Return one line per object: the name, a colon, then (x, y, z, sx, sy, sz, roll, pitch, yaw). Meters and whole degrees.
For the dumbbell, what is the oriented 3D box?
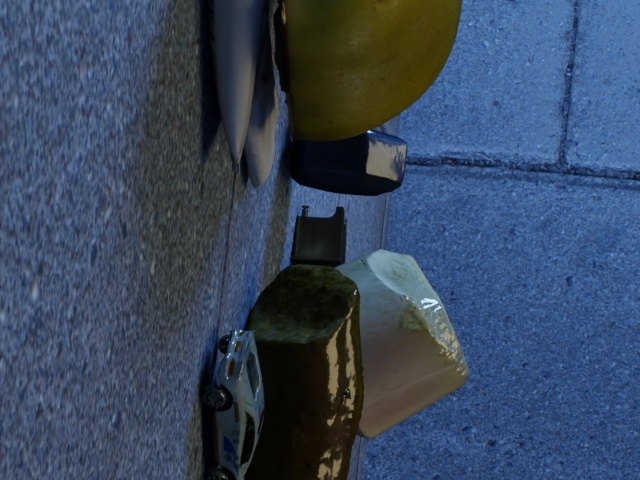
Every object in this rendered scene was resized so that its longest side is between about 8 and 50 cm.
dumbbell: (0.049, -0.222, 1.897, 0.160, 0.144, 0.324, 166, -67, -74)

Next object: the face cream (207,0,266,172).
face cream: (-0.079, -0.188, 1.332, 0.092, 0.058, 0.243, -105, -164, -53)

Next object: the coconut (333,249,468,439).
coconut: (0.054, 0.148, 1.965, 0.239, 0.244, 0.239, 155, -90, -87)

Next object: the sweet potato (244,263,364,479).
sweet potato: (-0.029, 0.215, 1.688, 0.158, 0.158, 0.369, -26, 121, -82)

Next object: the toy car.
toy car: (-0.089, 0.187, 1.532, 0.095, 0.056, 0.205, -77, 169, -55)

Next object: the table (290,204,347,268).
table: (0.000, 0.000, 2.048, 0.083, 0.070, 0.082, 70, 23, -72)

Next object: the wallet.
wallet: (-0.065, -0.148, 1.562, 0.183, 0.032, 0.124, 83, 12, -56)

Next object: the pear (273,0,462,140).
pear: (0.045, -0.274, 1.461, 0.386, 0.191, 0.340, -111, -163, -80)
